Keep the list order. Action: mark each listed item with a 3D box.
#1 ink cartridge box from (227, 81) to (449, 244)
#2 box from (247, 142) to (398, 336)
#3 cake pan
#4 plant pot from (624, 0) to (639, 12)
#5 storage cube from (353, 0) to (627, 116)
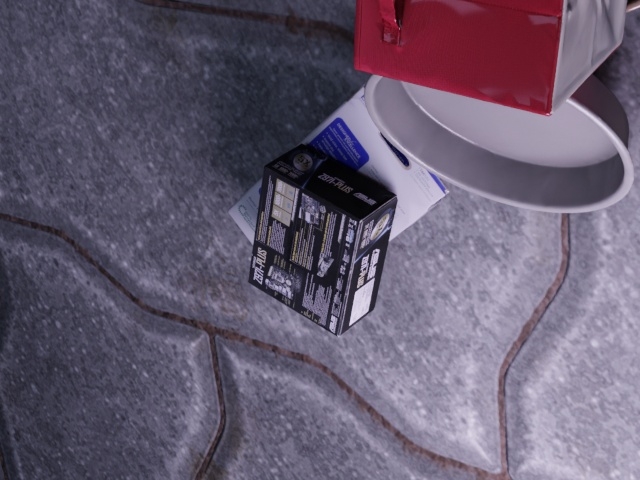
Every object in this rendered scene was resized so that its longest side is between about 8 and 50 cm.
[{"bbox_3d":[0.029,-0.057,1.721,0.165,0.065,0.333,54,138,2],"label":"ink cartridge box"},{"bbox_3d":[0.000,0.000,1.679,0.147,0.077,0.180,29,131,25],"label":"box"},{"bbox_3d":[0.190,-0.125,1.452,0.293,0.054,0.293,21,160,8],"label":"cake pan"},{"bbox_3d":[0.273,-0.340,1.311,0.237,0.110,0.237,22,127,32],"label":"plant pot"},{"bbox_3d":[0.159,-0.245,1.241,0.193,0.215,0.183,17,125,26],"label":"storage cube"}]
